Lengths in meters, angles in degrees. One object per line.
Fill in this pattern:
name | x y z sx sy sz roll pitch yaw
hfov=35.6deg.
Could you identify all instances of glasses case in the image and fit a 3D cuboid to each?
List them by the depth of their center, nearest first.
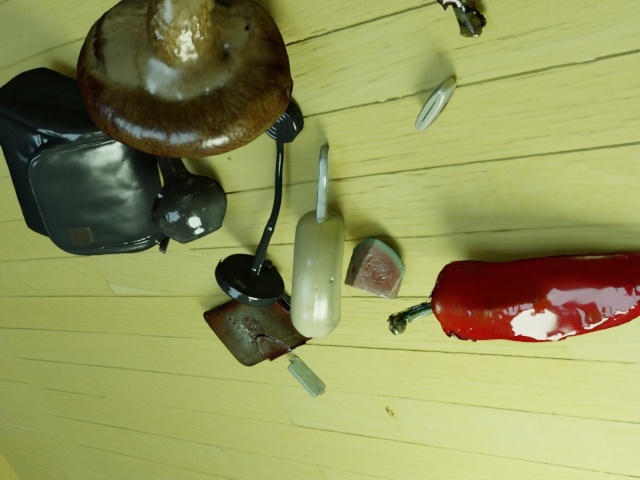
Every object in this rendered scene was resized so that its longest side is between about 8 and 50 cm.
glasses case | 0.133 -0.157 1.155 0.021 0.032 0.083 39 144 6

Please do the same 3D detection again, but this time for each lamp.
lamp | -0.084 -0.035 1.437 0.130 0.108 0.371 35 143 12

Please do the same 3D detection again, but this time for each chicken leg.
chicken leg | 0.115 -0.284 1.028 0.093 0.070 0.178 -22 122 27

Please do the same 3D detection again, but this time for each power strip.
power strip | -0.026 0.234 1.710 0.083 0.027 0.017 47 146 3

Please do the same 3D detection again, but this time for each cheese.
cheese | -0.001 0.007 1.357 0.071 0.163 0.249 4 134 2

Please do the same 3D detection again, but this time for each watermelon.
watermelon | 0.077 0.042 1.380 0.085 0.072 0.092 8 128 17

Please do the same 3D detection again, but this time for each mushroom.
mushroom | -0.185 -0.231 1.223 0.267 0.267 0.254 4 145 45

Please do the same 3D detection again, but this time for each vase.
vase | -0.219 -0.090 1.539 0.120 0.120 0.183 -27 85 54

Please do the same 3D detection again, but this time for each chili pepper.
chili pepper | 0.246 0.069 1.202 0.388 0.110 0.110 -8 118 43

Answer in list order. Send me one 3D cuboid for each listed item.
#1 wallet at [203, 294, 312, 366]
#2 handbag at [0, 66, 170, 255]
wallet | -0.107 0.147 1.705 0.137 0.031 0.255 49 147 -8
handbag | -0.400 -0.102 1.644 0.275 0.178 0.302 27 140 27
